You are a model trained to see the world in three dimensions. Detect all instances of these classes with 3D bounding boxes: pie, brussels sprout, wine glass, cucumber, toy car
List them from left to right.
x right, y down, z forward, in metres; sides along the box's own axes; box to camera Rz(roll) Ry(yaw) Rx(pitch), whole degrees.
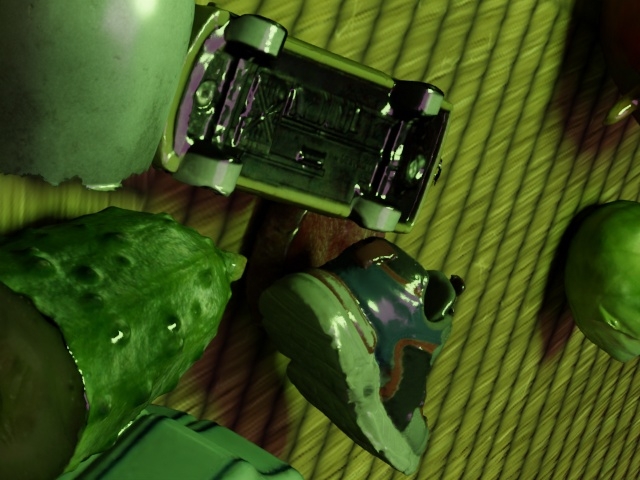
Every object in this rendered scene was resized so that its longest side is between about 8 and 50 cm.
[{"bbox_3d":[-0.116,-0.153,0.847,0.126,0.126,0.241,-16,119,-56],"label":"wine glass"},{"bbox_3d":[-0.118,0.043,0.982,0.244,0.134,0.134,-26,130,-56],"label":"cucumber"},{"bbox_3d":[-0.031,-0.075,1.053,0.257,0.124,0.101,15,95,-52],"label":"toy car"},{"bbox_3d":[0.000,0.000,1.239,0.154,0.036,0.154,-40,143,-39],"label":"pie"},{"bbox_3d":[0.290,0.029,1.683,0.149,0.122,0.151,-54,-176,-16],"label":"brussels sprout"}]

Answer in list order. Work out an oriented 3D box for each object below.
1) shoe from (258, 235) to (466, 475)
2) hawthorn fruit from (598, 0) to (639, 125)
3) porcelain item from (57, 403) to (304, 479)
[{"bbox_3d":[0.042,0.066,1.217,0.125,0.099,0.227,-48,146,-16],"label":"shoe"},{"bbox_3d":[0.358,-0.180,1.538,0.298,0.277,0.277,-36,143,-12],"label":"hawthorn fruit"},{"bbox_3d":[-0.138,0.255,1.044,0.286,0.157,0.281,-46,146,-38],"label":"porcelain item"}]
